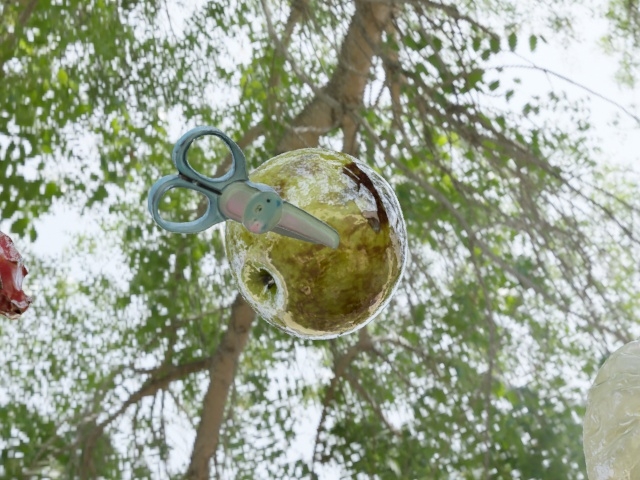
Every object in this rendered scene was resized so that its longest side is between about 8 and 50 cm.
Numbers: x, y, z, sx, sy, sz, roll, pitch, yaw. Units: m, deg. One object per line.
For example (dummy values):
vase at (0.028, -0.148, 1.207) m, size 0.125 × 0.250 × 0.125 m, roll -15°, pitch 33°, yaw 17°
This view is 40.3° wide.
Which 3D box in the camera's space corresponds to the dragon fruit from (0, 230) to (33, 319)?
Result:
dragon fruit at (-0.465, 0.045, 1.178) m, size 0.166 × 0.136 × 0.133 m, roll 45°, pitch -47°, yaw -10°

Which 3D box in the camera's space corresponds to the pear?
pear at (0.000, 0.000, 1.260) m, size 0.283 × 0.283 × 0.283 m, roll -8°, pitch -48°, yaw -9°

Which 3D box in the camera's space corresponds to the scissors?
scissors at (-0.073, -0.039, 1.008) m, size 0.256 × 0.030 × 0.125 m, roll 22°, pitch -77°, yaw -39°

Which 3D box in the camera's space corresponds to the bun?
bun at (0.304, 0.140, 0.665) m, size 0.193 × 0.178 × 0.128 m, roll 10°, pitch -47°, yaw 34°
